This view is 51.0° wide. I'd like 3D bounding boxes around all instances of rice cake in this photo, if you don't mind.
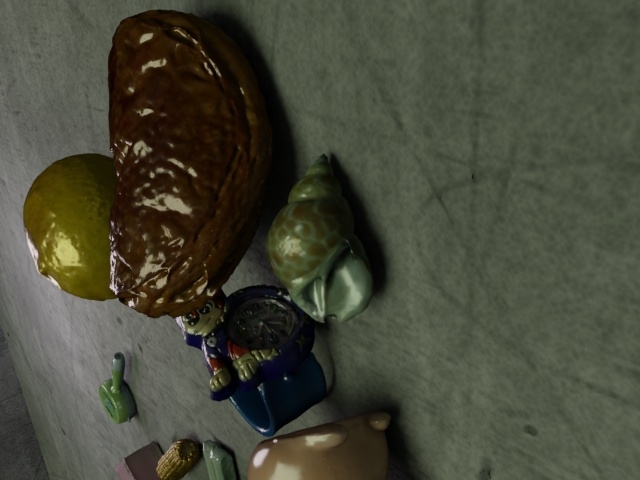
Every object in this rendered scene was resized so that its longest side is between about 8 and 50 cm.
[{"bbox_3d":[-0.190,0.509,1.349,0.080,0.042,0.221,11,119,48],"label":"rice cake"}]

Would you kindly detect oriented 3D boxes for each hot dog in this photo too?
[{"bbox_3d":[-0.182,-0.093,0.870,0.267,0.174,0.387,-3,87,57],"label":"hot dog"}]

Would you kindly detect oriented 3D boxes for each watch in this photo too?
[{"bbox_3d":[-0.091,0.169,0.946,0.196,0.171,0.200,49,154,41],"label":"watch"}]

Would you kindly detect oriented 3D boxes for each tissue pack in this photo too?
[{"bbox_3d":[-0.401,0.638,1.649,0.246,0.092,0.148,57,145,13],"label":"tissue pack"}]

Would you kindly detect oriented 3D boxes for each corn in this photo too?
[{"bbox_3d":[-0.316,0.486,1.475,0.068,0.068,0.207,56,144,15],"label":"corn"}]

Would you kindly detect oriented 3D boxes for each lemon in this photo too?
[{"bbox_3d":[-0.381,-0.024,1.139,0.288,0.233,0.233,50,141,25],"label":"lemon"}]

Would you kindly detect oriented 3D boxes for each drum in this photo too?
[{"bbox_3d":[-0.513,0.349,1.668,0.130,0.049,0.253,34,133,37],"label":"drum"}]

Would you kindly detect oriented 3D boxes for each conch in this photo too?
[{"bbox_3d":[-0.003,0.011,0.780,0.116,0.106,0.173,-27,107,33],"label":"conch"}]

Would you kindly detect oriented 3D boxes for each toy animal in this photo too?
[{"bbox_3d":[0.008,0.355,0.863,0.213,0.195,0.256,-14,80,43],"label":"toy animal"}]
